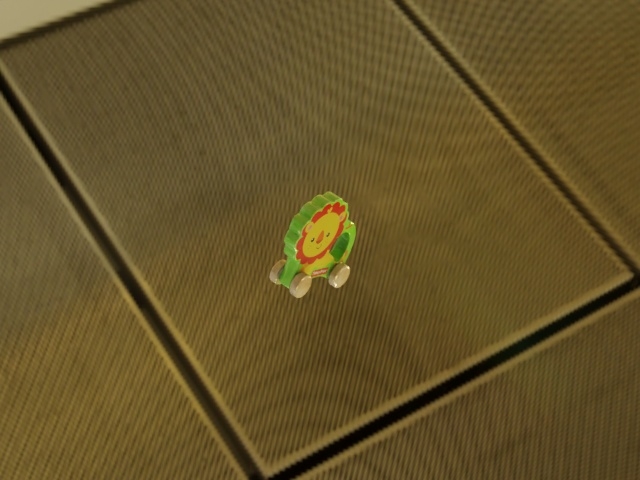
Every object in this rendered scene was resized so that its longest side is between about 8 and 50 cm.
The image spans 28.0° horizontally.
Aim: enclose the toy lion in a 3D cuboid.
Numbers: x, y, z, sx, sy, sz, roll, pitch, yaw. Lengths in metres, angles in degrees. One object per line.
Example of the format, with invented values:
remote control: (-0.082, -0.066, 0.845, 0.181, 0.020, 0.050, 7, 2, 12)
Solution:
toy lion: (0.000, 0.000, 1.150, 0.034, 0.096, 0.100, 34, -156, 27)
